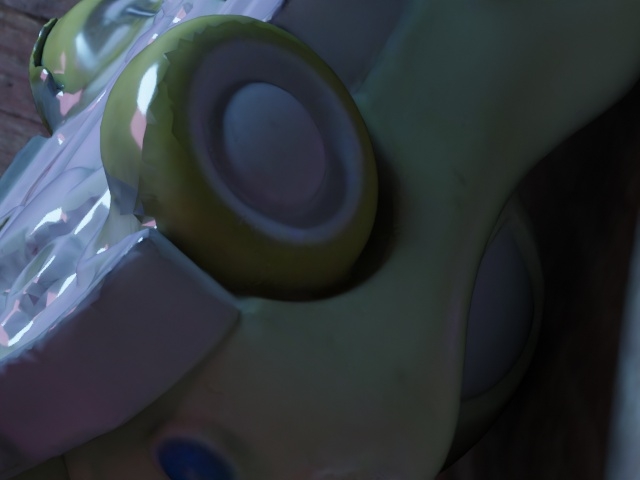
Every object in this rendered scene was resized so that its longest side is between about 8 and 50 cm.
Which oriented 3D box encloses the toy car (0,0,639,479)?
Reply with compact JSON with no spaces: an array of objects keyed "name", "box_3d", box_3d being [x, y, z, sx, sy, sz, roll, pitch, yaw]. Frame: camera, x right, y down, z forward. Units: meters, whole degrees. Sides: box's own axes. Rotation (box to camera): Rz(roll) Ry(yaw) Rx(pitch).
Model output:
[{"name":"toy car","box_3d":[0.000,0.000,0.678,0.242,0.226,0.336,-30,22,45]}]
